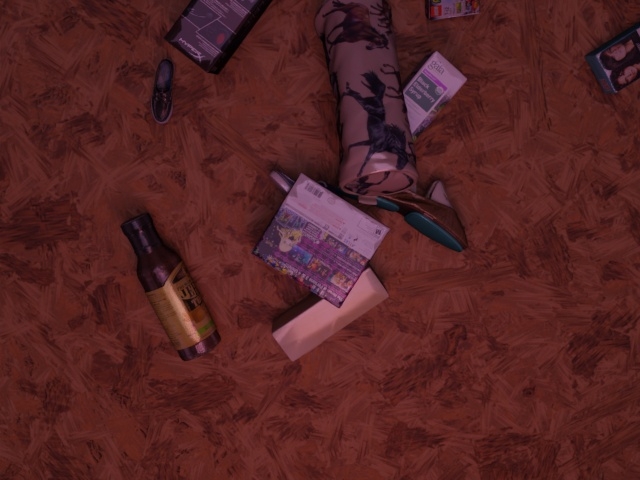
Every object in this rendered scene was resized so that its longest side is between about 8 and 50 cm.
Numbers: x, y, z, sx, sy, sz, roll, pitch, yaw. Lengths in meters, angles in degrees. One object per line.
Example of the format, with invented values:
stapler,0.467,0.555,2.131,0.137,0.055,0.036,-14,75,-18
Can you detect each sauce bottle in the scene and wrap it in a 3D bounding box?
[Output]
sauce bottle,-0.344,0.104,1.558,0.111,0.111,0.344,-24,103,3

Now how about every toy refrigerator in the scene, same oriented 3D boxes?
toy refrigerator,0.023,0.161,1.591,0.269,0.102,0.094,-34,101,4

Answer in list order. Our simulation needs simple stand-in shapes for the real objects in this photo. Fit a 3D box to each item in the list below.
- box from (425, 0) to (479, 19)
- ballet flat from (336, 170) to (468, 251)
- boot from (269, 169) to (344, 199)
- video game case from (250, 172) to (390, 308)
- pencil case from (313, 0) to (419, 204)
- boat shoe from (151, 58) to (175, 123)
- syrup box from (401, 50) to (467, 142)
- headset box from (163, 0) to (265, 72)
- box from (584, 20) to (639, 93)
box,0.277,-0.575,1.441,0.114,0.036,0.207,-9,127,-1
ballet flat,0.203,-0.099,1.553,0.342,0.116,0.124,26,79,-5
boot,-0.024,-0.110,1.559,0.190,0.069,0.086,44,83,-12
video game case,0.000,0.000,1.501,0.232,0.042,0.210,31,94,-1
pencil case,0.091,-0.287,1.399,0.160,0.183,0.410,-7,81,-10
boat shoe,-0.347,-0.327,1.505,0.049,0.040,0.142,7,101,-4
syrup box,0.202,-0.293,1.508,0.093,0.096,0.237,39,99,-9
headset box,-0.173,-0.486,1.389,0.110,0.218,0.293,37,98,-10
box,0.722,-0.432,1.519,0.244,0.060,0.100,-33,101,4
